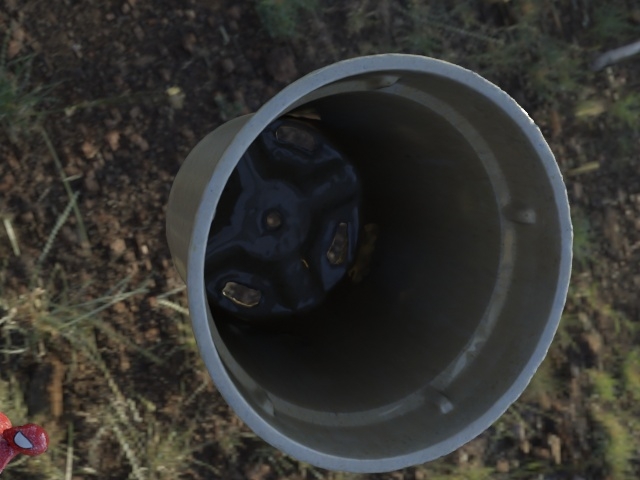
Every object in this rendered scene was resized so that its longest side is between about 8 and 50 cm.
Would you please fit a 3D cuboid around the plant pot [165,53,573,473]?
[{"bbox_3d":[0.000,0.000,0.968,0.334,0.305,0.334,-4,100,-22],"label":"plant pot"}]

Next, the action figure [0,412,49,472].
[{"bbox_3d":[-0.390,0.160,0.961,0.091,0.280,0.139,-87,176,-50],"label":"action figure"}]
